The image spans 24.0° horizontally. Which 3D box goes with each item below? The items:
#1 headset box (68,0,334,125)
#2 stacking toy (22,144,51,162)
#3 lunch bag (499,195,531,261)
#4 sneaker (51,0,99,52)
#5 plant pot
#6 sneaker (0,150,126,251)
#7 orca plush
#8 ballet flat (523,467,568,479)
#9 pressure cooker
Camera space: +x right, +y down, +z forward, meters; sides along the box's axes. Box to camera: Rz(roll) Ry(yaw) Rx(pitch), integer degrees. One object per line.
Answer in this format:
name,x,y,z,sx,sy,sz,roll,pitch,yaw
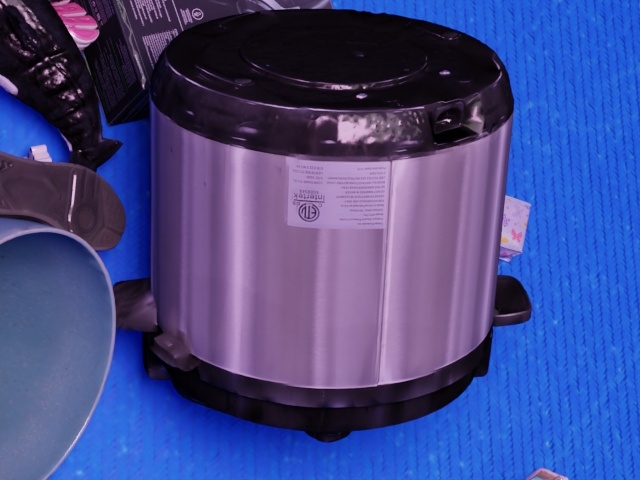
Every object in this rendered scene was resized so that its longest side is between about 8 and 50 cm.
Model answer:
headset box,-0.135,-0.289,1.715,0.283,0.131,0.246,-17,84,-28
stacking toy,-0.392,-0.139,1.596,0.167,0.052,0.221,-14,82,-28
lunch bag,0.211,-0.021,1.858,0.083,0.053,0.071,19,68,-11
sneaker,-0.321,-0.251,1.655,0.170,0.075,0.063,42,34,12
plant pot,-0.365,0.099,1.446,0.290,0.195,0.290,-36,136,-45
sneaker,-0.312,-0.041,1.537,0.227,0.130,0.087,14,80,-45
orca plush,-0.311,-0.185,1.545,0.151,0.102,0.287,-24,102,-10
ballet flat,0.327,0.451,1.767,0.147,0.147,0.409,-21,89,-29
pressure cooker,-0.001,0.003,1.541,0.375,0.370,0.420,-27,127,-47
